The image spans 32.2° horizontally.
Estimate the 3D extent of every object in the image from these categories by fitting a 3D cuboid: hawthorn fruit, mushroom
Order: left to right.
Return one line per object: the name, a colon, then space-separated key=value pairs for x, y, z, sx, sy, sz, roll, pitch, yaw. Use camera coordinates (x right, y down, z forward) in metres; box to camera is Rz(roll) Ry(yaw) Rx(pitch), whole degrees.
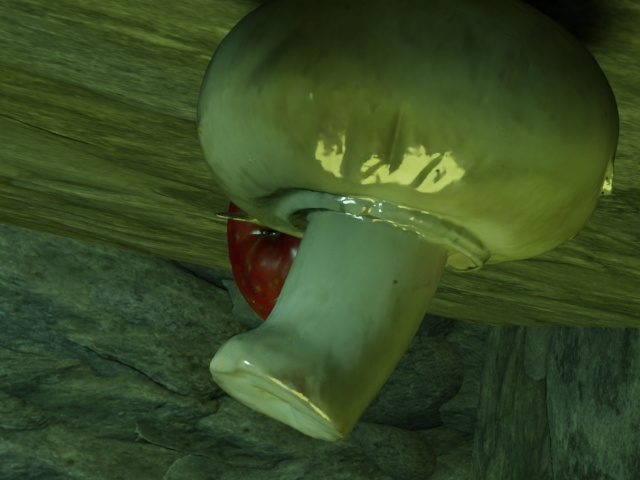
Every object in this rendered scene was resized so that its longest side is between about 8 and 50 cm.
hawthorn fruit: x=0.013 y=0.005 z=1.326 sx=0.258 sy=0.258 sz=0.262 roll=7 pitch=153 yaw=7
mushroom: x=0.035 y=-0.067 z=0.822 sx=0.356 sy=0.315 sz=0.315 roll=-26 pitch=-177 yaw=-20
